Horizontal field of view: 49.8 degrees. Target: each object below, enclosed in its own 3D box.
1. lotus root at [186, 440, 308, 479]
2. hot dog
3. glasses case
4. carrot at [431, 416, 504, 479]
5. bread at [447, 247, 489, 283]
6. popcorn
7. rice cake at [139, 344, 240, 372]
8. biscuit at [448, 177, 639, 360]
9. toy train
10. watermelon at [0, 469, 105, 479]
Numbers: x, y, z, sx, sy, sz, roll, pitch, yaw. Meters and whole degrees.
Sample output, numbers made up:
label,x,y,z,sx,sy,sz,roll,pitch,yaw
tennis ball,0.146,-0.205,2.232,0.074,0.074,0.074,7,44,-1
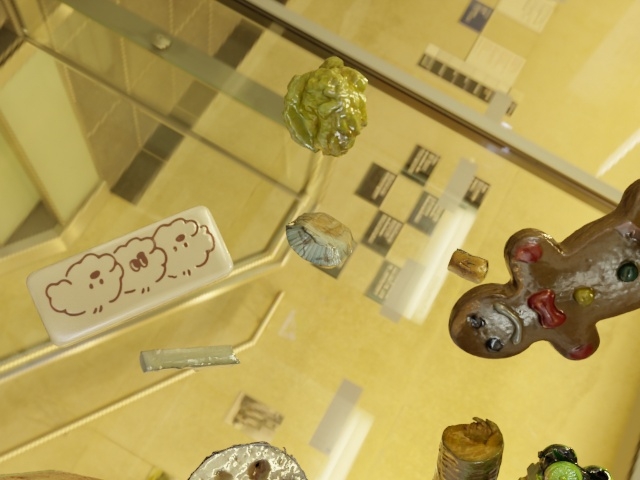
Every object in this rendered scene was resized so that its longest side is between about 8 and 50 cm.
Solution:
label,x,y,z,sx,sy,sz,roll,pitch,yaw
lotus root,-0.158,0.545,1.370,0.272,0.272,0.192,-58,178,-33
hot dog,0.000,0.000,1.668,0.081,0.163,0.270,-61,175,17
glasses case,-0.333,0.062,1.228,0.337,0.143,0.076,-25,178,-16
carrot,0.241,0.408,1.161,0.114,0.114,0.301,-57,154,-42
bread,0.393,0.069,1.826,0.072,0.106,0.053,-60,158,-13
popcorn,0.016,-0.268,1.408,0.156,0.197,0.197,-32,158,-41
rice cake,-0.313,0.288,1.662,0.256,0.057,0.052,3,131,-40
biscuit,0.421,0.092,1.161,0.432,0.283,0.064,-26,-158,15
toy train,0.601,0.590,1.562,0.160,0.296,0.100,-59,177,16
watermelon,-0.419,0.416,1.055,0.293,0.250,0.283,-36,145,-18
